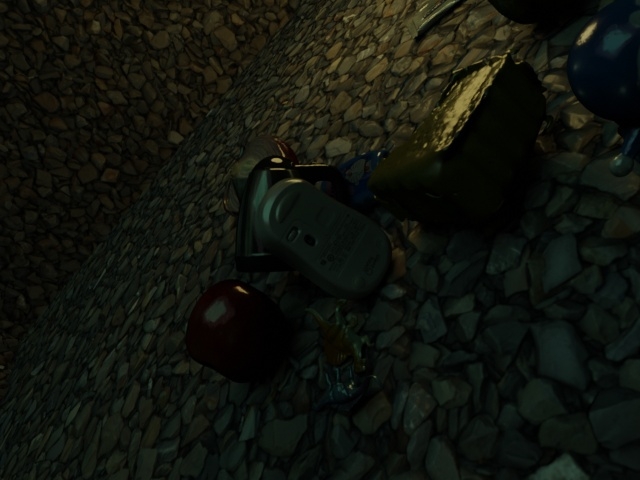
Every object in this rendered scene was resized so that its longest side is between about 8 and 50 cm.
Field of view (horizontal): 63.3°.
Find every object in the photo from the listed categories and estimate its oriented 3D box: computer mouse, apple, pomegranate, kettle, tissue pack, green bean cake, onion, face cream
[{"bbox_3d":[0.000,0.000,1.082,0.184,0.296,0.121,-63,10,-19],"label":"computer mouse"},{"bbox_3d":[-0.188,0.199,1.160,0.218,0.218,0.201,-1,54,52],"label":"apple"},{"bbox_3d":[0.486,-0.598,1.108,0.276,0.222,0.204,-23,21,11],"label":"pomegranate"},{"bbox_3d":[-0.086,-0.066,1.210,0.250,0.207,0.271,-4,89,37],"label":"kettle"},{"bbox_3d":[0.343,-0.690,1.553,0.193,0.026,0.123,-37,35,24],"label":"tissue pack"},{"bbox_3d":[0.268,-0.167,0.982,0.310,0.202,0.285,-56,19,-9],"label":"green bean cake"},{"bbox_3d":[-0.126,-0.156,1.505,0.348,0.159,0.267,24,89,51],"label":"onion"},{"bbox_3d":[0.069,-0.129,1.285,0.263,0.083,0.149,-23,51,39],"label":"face cream"}]

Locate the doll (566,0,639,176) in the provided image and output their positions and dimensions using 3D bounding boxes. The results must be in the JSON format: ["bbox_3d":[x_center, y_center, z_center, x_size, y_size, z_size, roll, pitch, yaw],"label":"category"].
[{"bbox_3d":[0.449,-0.204,0.709,0.215,0.257,0.161,-53,24,-9],"label":"doll"}]

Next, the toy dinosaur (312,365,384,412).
[{"bbox_3d":[0.043,0.271,0.940,0.197,0.045,0.080,-35,58,42],"label":"toy dinosaur"}]

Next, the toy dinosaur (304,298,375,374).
[{"bbox_3d":[0.037,0.196,1.046,0.212,0.057,0.143,-22,60,57],"label":"toy dinosaur"}]
